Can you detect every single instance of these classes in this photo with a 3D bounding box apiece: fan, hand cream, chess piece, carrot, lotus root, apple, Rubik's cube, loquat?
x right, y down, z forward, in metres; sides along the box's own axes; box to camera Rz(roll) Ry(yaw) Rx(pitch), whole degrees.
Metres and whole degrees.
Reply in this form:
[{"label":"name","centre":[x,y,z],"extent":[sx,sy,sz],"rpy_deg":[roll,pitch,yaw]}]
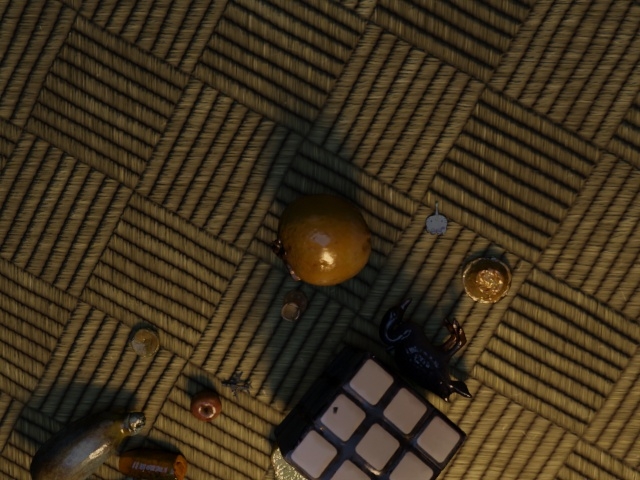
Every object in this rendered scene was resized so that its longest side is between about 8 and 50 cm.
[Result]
[{"label":"fan","centre":[0.295,-0.055,1.545],"extent":[0.056,0.004,0.083],"rpy_deg":[-2,96,4]},{"label":"hand cream","centre":[0.216,0.325,1.581],"extent":[0.036,0.023,0.122],"rpy_deg":[-35,89,3]},{"label":"chess piece","centre":[-0.068,0.165,1.531],"extent":[0.066,0.122,0.066],"rpy_deg":[0,95,3]},{"label":"carrot","centre":[-0.448,0.598,1.620],"extent":[0.173,0.082,0.082],"rpy_deg":[5,96,2]},{"label":"lotus root","centre":[-0.612,0.530,1.587],"extent":[0.322,0.158,0.140],"rpy_deg":[-38,93,-1]},{"label":"apple","centre":[-0.302,0.433,1.600],"extent":[0.084,0.071,0.084],"rpy_deg":[-1,101,-3]},{"label":"Rubik's cube","centre":[0.099,0.459,1.430],"extent":[0.304,0.305,0.301],"rpy_deg":[41,79,1]},{"label":"loquat","centre":[0.000,0.000,1.461],"extent":[0.244,0.244,0.244],"rpy_deg":[0,96,3]}]

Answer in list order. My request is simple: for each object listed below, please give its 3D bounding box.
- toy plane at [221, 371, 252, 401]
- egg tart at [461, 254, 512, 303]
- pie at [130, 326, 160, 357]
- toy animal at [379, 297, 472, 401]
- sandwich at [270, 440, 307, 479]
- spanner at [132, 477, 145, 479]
[{"label":"toy plane","centre":[-0.222,0.388,1.612],"extent":[0.084,0.024,0.078],"rpy_deg":[6,78,3]},{"label":"egg tart","centre":[0.422,0.102,1.532],"extent":[0.129,0.049,0.129],"rpy_deg":[1,97,5]},{"label":"pie","centre":[-0.465,0.272,1.617],"extent":[0.084,0.020,0.084],"rpy_deg":[1,97,5]},{"label":"toy animal","centre":[0.276,0.282,1.525],"extent":[0.185,0.122,0.298],"rpy_deg":[-29,101,-5]},{"label":"sandwich","centre":[-0.033,0.625,1.605],"extent":[0.186,0.065,0.215],"rpy_deg":[-4,94,4]},{"label":"spanner","centre":[-0.423,0.731,1.664],"extent":[0.054,0.015,0.254],"rpy_deg":[-38,93,4]}]
